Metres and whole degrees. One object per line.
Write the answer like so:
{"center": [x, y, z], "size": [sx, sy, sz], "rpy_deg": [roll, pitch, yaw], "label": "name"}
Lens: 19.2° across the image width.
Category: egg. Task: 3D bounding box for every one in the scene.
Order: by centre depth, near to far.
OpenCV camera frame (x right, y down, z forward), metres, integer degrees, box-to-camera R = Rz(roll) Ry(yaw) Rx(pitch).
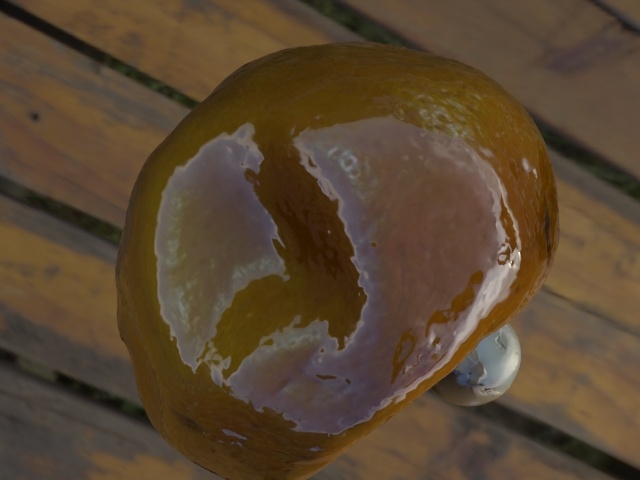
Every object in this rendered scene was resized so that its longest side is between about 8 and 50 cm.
{"center": [0.114, 0.092, 1.443], "size": [0.071, 0.083, 0.071], "rpy_deg": [9, 69, -23], "label": "egg"}

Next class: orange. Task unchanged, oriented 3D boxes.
{"center": [0.000, 0.000, 0.964], "size": [0.249, 0.249, 0.183], "rpy_deg": [-39, 88, -16], "label": "orange"}
